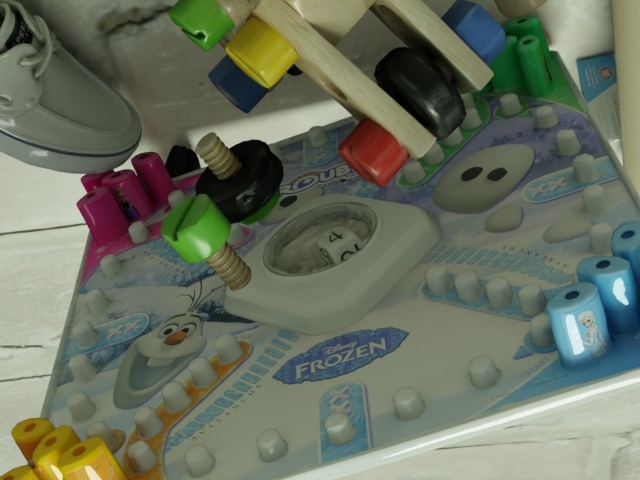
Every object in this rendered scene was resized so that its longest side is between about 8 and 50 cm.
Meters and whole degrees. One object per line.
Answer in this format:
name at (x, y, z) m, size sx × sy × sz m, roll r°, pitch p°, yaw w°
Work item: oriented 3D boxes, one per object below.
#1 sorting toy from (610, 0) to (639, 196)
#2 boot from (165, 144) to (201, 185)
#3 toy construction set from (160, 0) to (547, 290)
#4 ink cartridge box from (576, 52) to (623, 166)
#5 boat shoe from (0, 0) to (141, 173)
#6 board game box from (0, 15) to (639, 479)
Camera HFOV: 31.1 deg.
sorting toy at (0.311, -0.132, 0.793) m, size 0.208 × 0.038 × 0.193 m, roll -5°, pitch 101°, yaw 8°
boot at (-0.090, -0.035, 0.997) m, size 0.099 × 0.045 × 0.121 m, roll 11°, pitch 149°, yaw -13°
toy construction set at (-0.006, -0.185, 0.672) m, size 0.308 × 0.257 × 0.237 m, roll -31°, pitch 123°, yaw 14°
ink cartridge box at (0.282, -0.095, 0.891) m, size 0.143 × 0.092 × 0.090 m, roll -13°, pitch 142°, yaw 12°
boat shoe at (-0.233, -0.129, 0.821) m, size 0.258 × 0.095 × 0.084 m, roll 22°, pitch 142°, yaw -30°
board game box at (0.000, 0.000, 0.742) m, size 0.389 × 0.390 × 0.050 m, roll -19°, pitch 120°, yaw 9°
